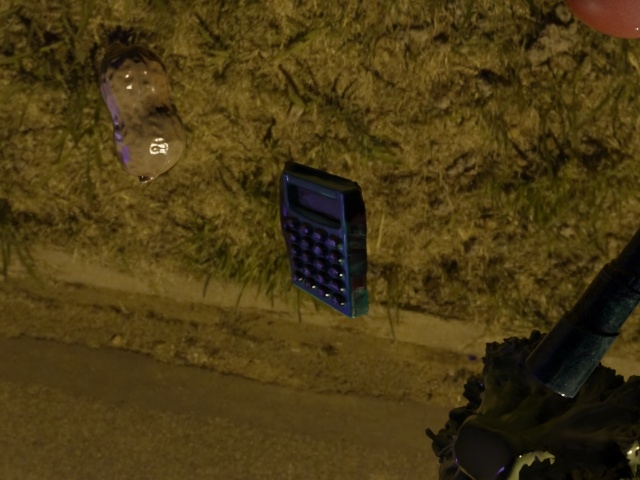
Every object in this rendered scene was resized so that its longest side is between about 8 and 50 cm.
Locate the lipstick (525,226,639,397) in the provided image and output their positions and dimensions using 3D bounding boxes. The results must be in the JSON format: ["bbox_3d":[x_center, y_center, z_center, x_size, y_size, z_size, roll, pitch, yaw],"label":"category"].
[{"bbox_3d":[0.273,0.035,0.575,0.053,0.053,0.234,26,110,-14],"label":"lipstick"}]

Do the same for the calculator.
[{"bbox_3d":[0.000,0.000,1.246,0.058,0.248,0.274,-15,113,-29],"label":"calculator"}]

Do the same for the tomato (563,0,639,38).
[{"bbox_3d":[0.685,-0.593,1.404,0.321,0.322,0.322,5,133,6],"label":"tomato"}]

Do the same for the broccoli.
[{"bbox_3d":[0.297,0.302,0.901,0.272,0.334,0.324,-14,128,-27],"label":"broccoli"}]

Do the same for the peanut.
[{"bbox_3d":[-0.351,-0.253,1.322,0.159,0.143,0.291,15,128,25],"label":"peanut"}]
